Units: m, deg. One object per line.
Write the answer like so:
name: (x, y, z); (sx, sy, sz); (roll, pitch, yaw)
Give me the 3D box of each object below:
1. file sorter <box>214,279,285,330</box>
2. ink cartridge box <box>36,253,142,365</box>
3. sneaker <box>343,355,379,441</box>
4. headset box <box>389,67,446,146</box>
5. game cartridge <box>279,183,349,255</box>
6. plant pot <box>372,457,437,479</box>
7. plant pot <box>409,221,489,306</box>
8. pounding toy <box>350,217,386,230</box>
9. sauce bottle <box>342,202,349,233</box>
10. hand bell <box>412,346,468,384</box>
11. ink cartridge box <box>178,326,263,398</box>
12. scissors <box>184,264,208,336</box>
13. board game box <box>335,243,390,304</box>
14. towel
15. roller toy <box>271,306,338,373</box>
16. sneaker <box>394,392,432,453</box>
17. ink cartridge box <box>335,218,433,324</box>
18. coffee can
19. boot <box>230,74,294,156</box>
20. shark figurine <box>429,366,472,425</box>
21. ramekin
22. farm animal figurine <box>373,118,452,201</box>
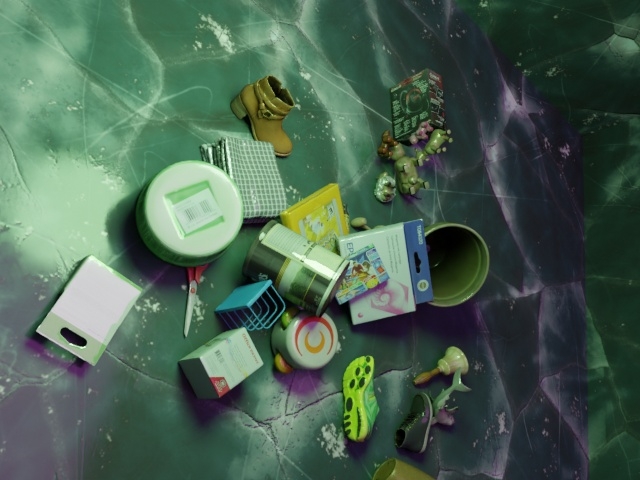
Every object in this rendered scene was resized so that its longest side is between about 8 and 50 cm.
file sorter: (-0.208, 0.204, 1.717); (0.104, 0.170, 0.118); (56, 48, -17)
ink cartridge box: (-0.590, 0.177, 1.460); (0.171, 0.056, 0.235); (41, 56, -25)
sneaker: (0.141, 0.549, 1.987); (0.123, 0.109, 0.295); (46, 45, -52)
headset box: (0.423, -0.592, 2.497); (0.110, 0.218, 0.293); (12, 69, -41)
game cartridge: (0.000, 0.000, 1.981); (0.285, 0.052, 0.324); (-35, 119, -43)
plant pot: (0.304, 0.878, 1.951); (0.254, 0.237, 0.237); (45, 50, -5)
plant pot: (0.457, 0.062, 2.246); (0.323, 0.280, 0.323); (-2, 105, -8)
pounding toy: (0.240, 0.012, 2.189); (0.155, 0.154, 0.269); (-45, 108, -40)
sauce bottle: (0.088, -0.079, 2.158); (0.042, 0.042, 0.128); (13, 67, -39)
hand bell: (0.463, 0.525, 2.288); (0.242, 0.126, 0.126); (-16, 88, -30)
ink cartridge box: (-0.282, 0.350, 1.631); (0.176, 0.127, 0.128); (-30, 97, -43)
scissors: (-0.369, 0.132, 1.694); (0.109, 0.021, 0.297); (3, 74, -43)
board game box: (0.122, 0.116, 1.969); (0.201, 0.035, 0.136); (-27, 107, -1)
towel: (-0.238, -0.199, 1.847); (0.235, 0.121, 0.284); (-6, 81, -44)
roller toy: (-0.054, 0.320, 1.834); (0.191, 0.146, 0.209); (5, 79, -32)
sneaker: (0.347, 0.672, 2.129); (0.118, 0.083, 0.222); (26, 62, -34)
ink cartridge box: (0.241, 0.112, 2.043); (0.330, 0.071, 0.324); (-13, 104, -6)
coffee can: (-0.074, 0.086, 1.767); (0.275, 0.201, 0.201); (28, 52, 9)
boot: (-0.148, -0.420, 1.927); (0.283, 0.220, 0.109); (49, 50, -20)
shark figurine: (0.468, 0.618, 2.226); (0.166, 0.278, 0.116); (-6, 38, -15)
ramekin: (-0.361, -0.080, 1.608); (0.303, 0.148, 0.303); (2, 84, -19)
farm animal figurine: (0.368, -0.332, 2.362); (0.330, 0.172, 0.327); (-6, 103, -18)
